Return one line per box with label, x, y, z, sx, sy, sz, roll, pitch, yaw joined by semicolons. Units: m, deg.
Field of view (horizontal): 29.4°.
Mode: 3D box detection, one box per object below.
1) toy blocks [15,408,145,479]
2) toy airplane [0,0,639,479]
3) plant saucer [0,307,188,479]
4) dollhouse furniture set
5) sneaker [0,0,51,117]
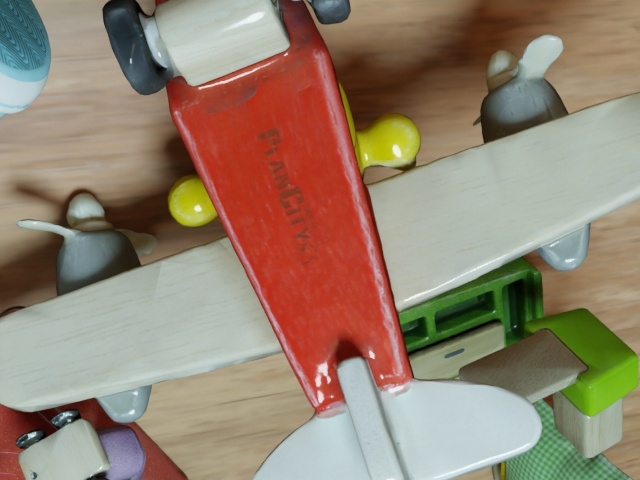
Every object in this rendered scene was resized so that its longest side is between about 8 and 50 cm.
toy blocks;-0.188;0.337;0.949;0.288;0.309;0.260;-29;161;8
toy airplane;0.000;0.000;0.826;0.386;0.272;0.384;24;95;-1
plant saucer;-0.264;0.215;0.970;0.258;0.048;0.259;-36;127;-2
dollhouse furniture set;0.166;0.195;1.070;0.151;0.197;0.301;-21;125;-15
sneaker;-0.301;-0.121;0.635;0.208;0.319;0.127;-51;171;18
